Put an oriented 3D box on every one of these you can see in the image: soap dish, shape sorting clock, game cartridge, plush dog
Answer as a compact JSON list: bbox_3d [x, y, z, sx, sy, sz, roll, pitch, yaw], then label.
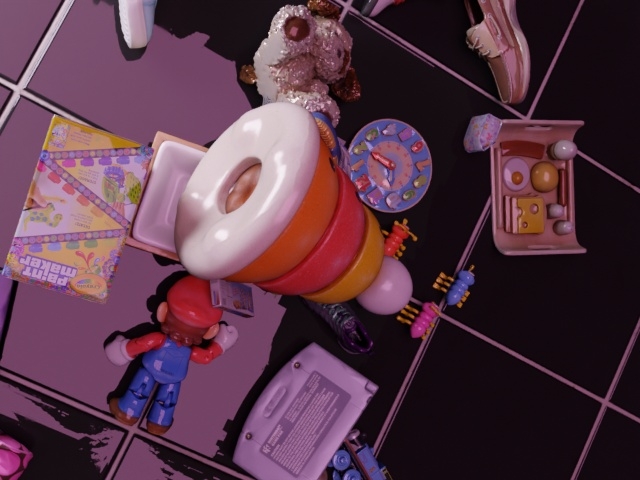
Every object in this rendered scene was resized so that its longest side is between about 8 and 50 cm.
[{"bbox_3d":[-0.225,-0.060,1.637,0.290,0.118,0.229,19,85,-16],"label":"soap dish"},{"bbox_3d":[0.153,-0.164,1.793,0.206,0.040,0.206,0,91,-17],"label":"shape sorting clock"},{"bbox_3d":[-0.040,0.371,1.699,0.198,0.062,0.297,34,79,10],"label":"game cartridge"},{"bbox_3d":[-0.025,-0.370,1.688,0.225,0.210,0.263,-32,118,-32],"label":"plush dog"}]

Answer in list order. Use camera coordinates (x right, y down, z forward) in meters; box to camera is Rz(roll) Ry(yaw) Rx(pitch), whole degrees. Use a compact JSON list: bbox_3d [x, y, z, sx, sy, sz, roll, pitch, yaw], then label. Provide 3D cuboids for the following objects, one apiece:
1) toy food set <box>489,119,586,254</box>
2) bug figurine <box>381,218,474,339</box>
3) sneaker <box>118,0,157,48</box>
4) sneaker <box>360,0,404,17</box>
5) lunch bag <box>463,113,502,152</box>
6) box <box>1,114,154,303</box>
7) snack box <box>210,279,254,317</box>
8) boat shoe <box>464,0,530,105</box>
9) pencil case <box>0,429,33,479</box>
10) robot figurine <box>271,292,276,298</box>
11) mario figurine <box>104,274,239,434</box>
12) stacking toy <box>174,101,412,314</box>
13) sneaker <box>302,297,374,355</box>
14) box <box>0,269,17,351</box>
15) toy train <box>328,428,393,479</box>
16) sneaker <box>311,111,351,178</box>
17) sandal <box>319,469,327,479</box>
[{"bbox_3d":[0.508,-0.121,1.876,0.219,0.092,0.306,-2,90,-17],"label":"toy food set"},{"bbox_3d":[0.209,0.094,1.796,0.279,0.072,0.216,34,81,-15],"label":"bug figurine"},{"bbox_3d":[-0.316,-0.556,1.597,0.150,0.135,0.366,1,91,-14],"label":"sneaker"},{"bbox_3d":[0.212,-0.560,1.783,0.145,0.090,0.270,37,78,-12],"label":"sneaker"},{"bbox_3d":[0.362,-0.236,1.842,0.053,0.071,0.083,26,81,-20],"label":"lunch bag"},{"bbox_3d":[-0.439,-0.050,1.481,0.177,0.290,0.279,18,86,-17],"label":"box"},{"bbox_3d":[-0.173,0.111,1.625,0.022,0.178,0.064,-12,75,14],"label":"snack box"},{"bbox_3d":[0.380,-0.455,1.830,0.116,0.123,0.325,-12,87,-10],"label":"boat shoe"},{"bbox_3d":[-0.637,0.458,1.528,0.209,0.095,0.098,-58,140,-11],"label":"pencil case"},{"bbox_3d":[-0.089,0.061,1.705,0.101,0.067,0.115,-11,93,-47],"label":"robot figurine"},{"bbox_3d":[-0.295,0.212,1.637,0.198,0.170,0.321,24,93,-58],"label":"mario figurine"},{"bbox_3d":[0.000,0.000,1.538,0.480,0.350,0.351,34,80,-35],"label":"stacking toy"},{"bbox_3d":[0.040,0.148,1.730,0.083,0.098,0.224,-42,102,-13],"label":"sneaker"},{"bbox_3d":[-0.679,0.171,1.509,0.184,0.103,0.261,12,87,-14],"label":"box"},{"bbox_3d":[0.081,0.489,1.759,0.105,0.080,0.184,-32,96,-23],"label":"toy train"},{"bbox_3d":[0.003,-0.164,1.647,0.111,0.296,0.131,15,56,15],"label":"sneaker"},{"bbox_3d":[-0.019,0.568,1.740,0.072,0.049,0.180,12,87,-17],"label":"sandal"}]
